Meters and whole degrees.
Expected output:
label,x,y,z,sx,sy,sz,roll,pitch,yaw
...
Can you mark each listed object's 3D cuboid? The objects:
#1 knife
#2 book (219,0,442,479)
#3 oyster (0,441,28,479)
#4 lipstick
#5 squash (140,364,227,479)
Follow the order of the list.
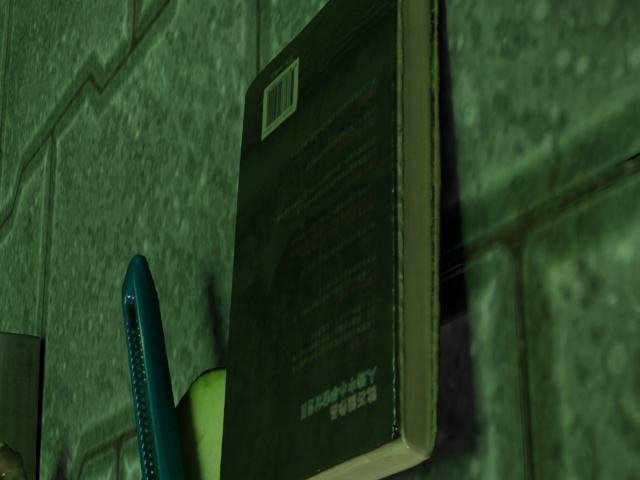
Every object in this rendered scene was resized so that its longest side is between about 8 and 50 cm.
label,x,y,z,sx,sy,sz,roll,pitch,yaw
knife,-0.085,0.123,0.684,0.044,0.026,0.296,111,153,-42
book,0.000,0.000,0.587,0.160,0.024,0.228,-34,48,53
oyster,-0.244,0.325,0.967,0.166,0.110,0.341,-52,34,32
lipstick,-0.287,0.263,1.113,0.076,0.080,0.371,142,132,-59
squash,-0.045,0.172,0.661,0.219,0.041,0.219,-32,52,54
